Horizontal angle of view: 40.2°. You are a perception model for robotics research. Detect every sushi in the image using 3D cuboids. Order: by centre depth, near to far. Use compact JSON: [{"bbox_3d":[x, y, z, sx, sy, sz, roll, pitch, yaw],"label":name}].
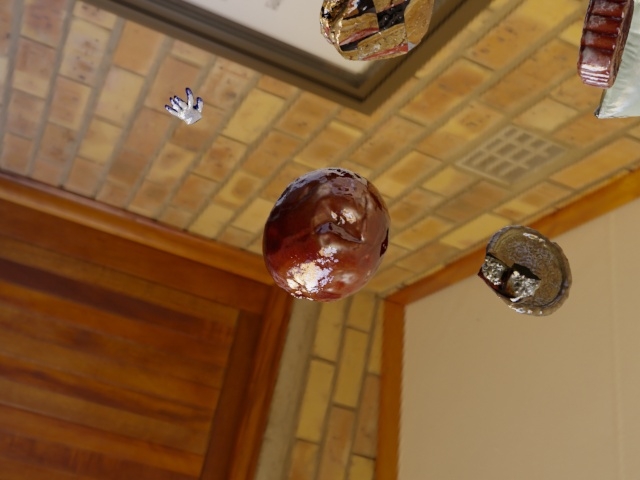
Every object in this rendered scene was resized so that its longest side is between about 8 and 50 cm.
[{"bbox_3d":[0.245,0.051,1.141,0.083,0.044,0.046,36,-68,34],"label":"sushi"}]

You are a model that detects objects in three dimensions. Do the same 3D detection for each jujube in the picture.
[{"bbox_3d":[0.000,0.000,1.483,0.318,0.223,0.223,140,-34,-73],"label":"jujube"}]

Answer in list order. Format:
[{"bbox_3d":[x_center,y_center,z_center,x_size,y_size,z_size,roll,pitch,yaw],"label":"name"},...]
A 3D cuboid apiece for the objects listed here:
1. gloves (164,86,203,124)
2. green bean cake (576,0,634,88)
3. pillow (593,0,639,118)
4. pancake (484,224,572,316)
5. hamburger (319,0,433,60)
[{"bbox_3d":[-0.248,-0.251,1.623,0.064,0.086,0.026,-30,-121,14],"label":"gloves"},{"bbox_3d":[0.405,-0.293,1.244,0.135,0.056,0.135,9,96,-68],"label":"green bean cake"},{"bbox_3d":[0.728,-0.385,1.778,0.119,0.313,0.310,-111,-158,-60],"label":"pillow"},{"bbox_3d":[0.413,0.058,1.732,0.021,0.199,0.199,118,-16,-61],"label":"pancake"},{"bbox_3d":[0.109,-0.428,1.663,0.231,0.231,0.106,-57,-137,38],"label":"hamburger"}]
